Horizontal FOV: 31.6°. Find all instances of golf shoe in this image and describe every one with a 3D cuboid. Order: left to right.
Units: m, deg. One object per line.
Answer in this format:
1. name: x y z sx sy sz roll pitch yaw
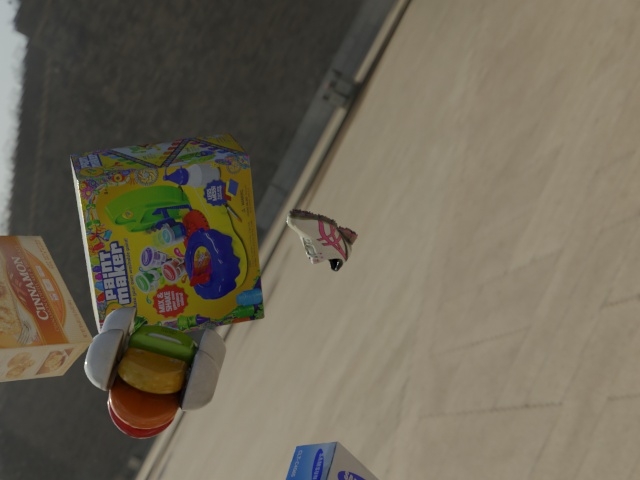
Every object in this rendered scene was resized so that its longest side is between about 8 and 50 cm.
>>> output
1. golf shoe: 0.000 0.000 2.042 0.067 0.186 0.086 13 80 39

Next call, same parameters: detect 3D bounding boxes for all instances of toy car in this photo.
1. toy car: -0.209 0.172 1.404 0.182 0.159 0.136 -85 11 -73

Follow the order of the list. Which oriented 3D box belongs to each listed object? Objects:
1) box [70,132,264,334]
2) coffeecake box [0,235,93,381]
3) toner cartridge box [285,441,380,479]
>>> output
1. box: -0.258 -0.007 1.906 0.177 0.279 0.290 -131 33 -66
2. coffeecake box: -0.343 0.068 1.129 0.185 0.142 0.068 0 -39 -51
3. toner cartridge box: 0.071 0.433 1.531 0.075 0.348 0.165 -14 43 35
